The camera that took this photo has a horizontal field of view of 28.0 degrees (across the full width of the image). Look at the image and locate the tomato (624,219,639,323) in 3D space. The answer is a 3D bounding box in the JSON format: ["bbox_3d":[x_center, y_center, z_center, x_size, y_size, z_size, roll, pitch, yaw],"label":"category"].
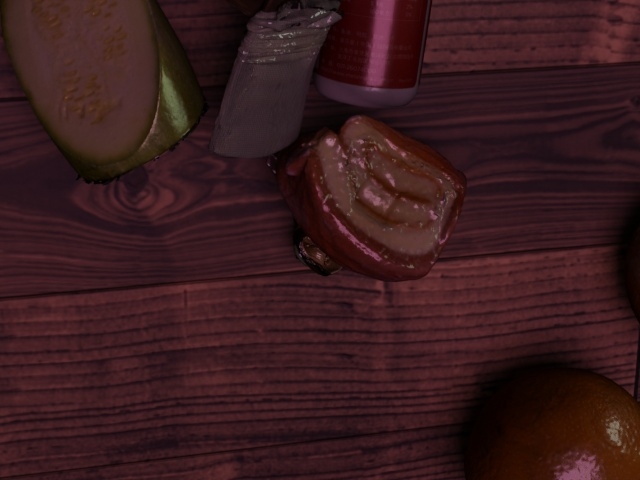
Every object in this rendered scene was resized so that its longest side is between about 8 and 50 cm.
[{"bbox_3d":[0.544,0.047,1.690,0.270,0.222,0.270,-3,109,-9],"label":"tomato"}]

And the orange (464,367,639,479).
[{"bbox_3d":[0.328,0.295,1.722,0.264,0.264,0.264,-5,110,-12],"label":"orange"}]

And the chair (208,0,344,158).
[{"bbox_3d":[-0.065,-0.272,1.428,0.160,0.186,0.319,-20,145,-50],"label":"chair"}]

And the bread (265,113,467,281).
[{"bbox_3d":[0.057,-0.055,1.558,0.244,0.123,0.190,26,71,-19],"label":"bread"}]

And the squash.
[{"bbox_3d":[-0.259,-0.216,1.415,0.189,0.189,0.260,-31,118,-2],"label":"squash"}]

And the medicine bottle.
[{"bbox_3d":[0.066,-0.287,1.498,0.131,0.131,0.250,2,108,-15],"label":"medicine bottle"}]

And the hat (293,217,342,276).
[{"bbox_3d":[0.000,0.001,1.627,0.077,0.059,0.076,40,80,-28],"label":"hat"}]
